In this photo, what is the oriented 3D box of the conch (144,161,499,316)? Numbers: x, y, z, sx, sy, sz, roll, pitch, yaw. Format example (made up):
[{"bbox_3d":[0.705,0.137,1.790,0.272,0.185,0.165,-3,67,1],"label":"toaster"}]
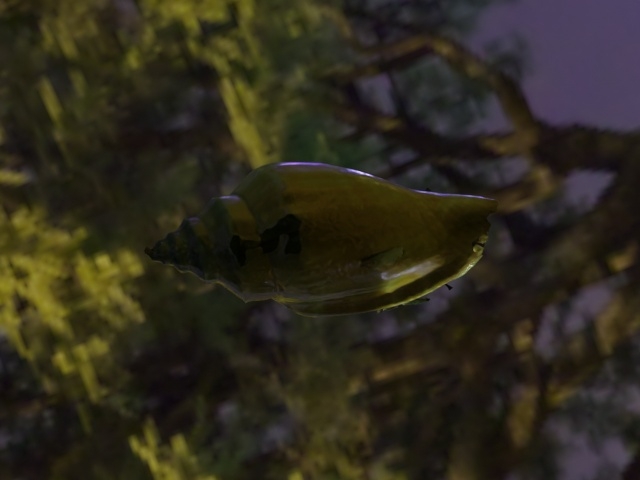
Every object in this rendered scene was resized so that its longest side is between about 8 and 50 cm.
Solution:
[{"bbox_3d":[-0.002,0.001,1.052,0.079,0.200,0.095,-89,12,-54],"label":"conch"}]
